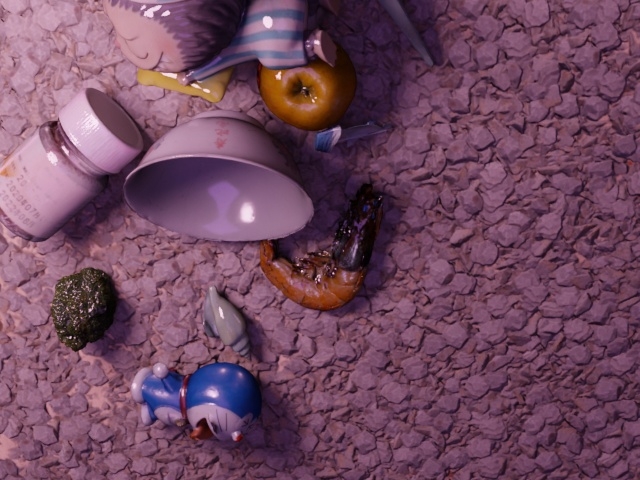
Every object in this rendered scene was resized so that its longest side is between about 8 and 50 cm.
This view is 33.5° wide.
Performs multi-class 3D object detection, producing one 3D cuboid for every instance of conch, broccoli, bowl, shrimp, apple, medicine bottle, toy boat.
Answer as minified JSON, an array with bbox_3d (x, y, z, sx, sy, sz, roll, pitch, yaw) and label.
[{"bbox_3d":[-0.184,0.168,2.111,0.065,0.088,0.180,-35,104,-31],"label":"conch"},{"bbox_3d":[-0.465,0.136,2.066,0.138,0.145,0.162,2,102,42],"label":"broccoli"},{"bbox_3d":[-0.175,-0.133,1.909,0.345,0.345,0.157,4,67,0],"label":"bowl"},{"bbox_3d":[0.000,0.000,2.037,0.222,0.054,0.290,21,114,-6],"label":"shrimp"},{"bbox_3d":[-0.025,-0.281,1.876,0.182,0.155,0.182,0,109,0],"label":"apple"},{"bbox_3d":[-0.469,-0.137,1.940,0.273,0.165,0.165,-40,105,14],"label":"medicine bottle"},{"bbox_3d":[0.056,-0.192,1.941,0.149,0.105,0.034,-14,77,11],"label":"toy boat"}]

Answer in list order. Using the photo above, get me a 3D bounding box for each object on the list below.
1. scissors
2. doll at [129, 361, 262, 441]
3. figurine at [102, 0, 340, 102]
[{"bbox_3d":[0.083,-0.460,1.807,0.192,0.029,0.447,3,143,46],"label":"scissors"},{"bbox_3d":[-0.246,0.321,2.116,0.256,0.161,0.215,-3,140,15],"label":"doll"},{"bbox_3d":[-0.189,-0.406,1.665,0.361,0.378,0.266,-1,72,15],"label":"figurine"}]
